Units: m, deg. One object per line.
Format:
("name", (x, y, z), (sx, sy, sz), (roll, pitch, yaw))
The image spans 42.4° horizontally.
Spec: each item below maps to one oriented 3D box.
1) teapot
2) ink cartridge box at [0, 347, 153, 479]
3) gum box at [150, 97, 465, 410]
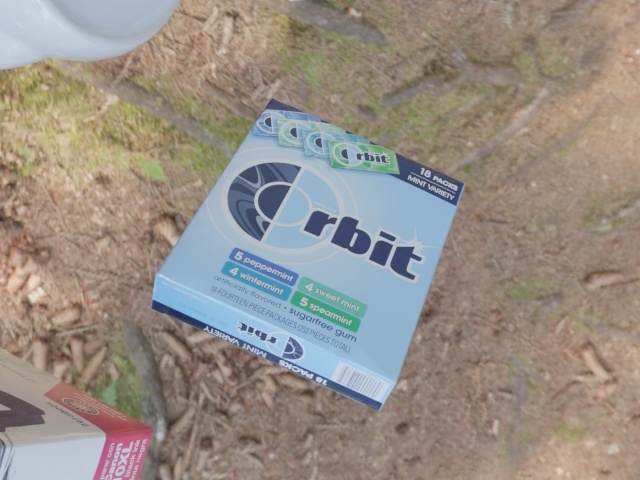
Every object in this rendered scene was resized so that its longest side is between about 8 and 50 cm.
("teapot", (-0.249, -0.288, 0.738), (0.256, 0.187, 0.252), (-46, 137, -42))
("ink cartridge box", (-0.246, 0.129, 0.493), (0.237, 0.172, 0.100), (21, 89, -65))
("gum box", (0.000, 0.000, 0.553), (0.157, 0.184, 0.041), (24, 139, 3))
